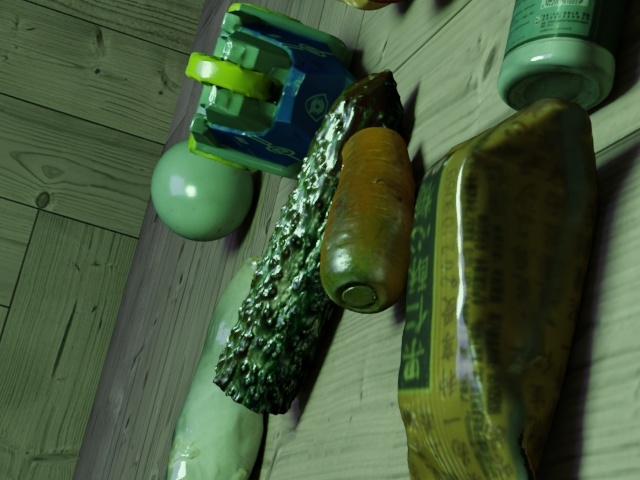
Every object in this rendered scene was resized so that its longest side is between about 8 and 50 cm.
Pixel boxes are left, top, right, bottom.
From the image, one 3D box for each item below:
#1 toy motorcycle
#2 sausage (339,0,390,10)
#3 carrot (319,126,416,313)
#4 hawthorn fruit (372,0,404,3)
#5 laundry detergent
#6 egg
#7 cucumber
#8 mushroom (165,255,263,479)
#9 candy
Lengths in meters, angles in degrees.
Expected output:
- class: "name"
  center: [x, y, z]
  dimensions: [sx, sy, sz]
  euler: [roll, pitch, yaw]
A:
- class: "toy motorcycle"
  center: [-0.045, -0.161, 1.530]
  dimensions: [0.326, 0.200, 0.191]
  euler: [-100, 28, -85]
- class: "sausage"
  center: [0.072, -0.358, 1.418]
  dimensions: [0.136, 0.120, 0.241]
  euler: [48, 129, 36]
- class: "carrot"
  center: [0.047, -0.024, 1.190]
  dimensions: [0.087, 0.087, 0.193]
  euler: [121, 164, -45]
- class: "hawthorn fruit"
  center: [0.119, -0.328, 1.245]
  dimensions: [0.285, 0.165, 0.165]
  euler: [-21, 44, 31]
- class: "laundry detergent"
  center: [0.175, -0.200, 0.912]
  dimensions: [0.099, 0.070, 0.225]
  euler: [129, 155, -72]
- class: "egg"
  center: [-0.171, -0.074, 1.977]
  dimensions: [0.192, 0.149, 0.149]
  euler: [-126, 55, -71]
- class: "cucumber"
  center: [0.000, 0.000, 1.343]
  dimensions: [0.096, 0.096, 0.359]
  euler: [-108, 40, -68]
- class: "mushroom"
  center: [-0.106, 0.169, 1.538]
  dimensions: [0.109, 0.097, 0.351]
  euler: [128, 158, -55]
- class: "candy"
  center: [0.104, 0.056, 0.836]
  dimensions: [0.143, 0.101, 0.271]
  euler: [158, 123, -66]
